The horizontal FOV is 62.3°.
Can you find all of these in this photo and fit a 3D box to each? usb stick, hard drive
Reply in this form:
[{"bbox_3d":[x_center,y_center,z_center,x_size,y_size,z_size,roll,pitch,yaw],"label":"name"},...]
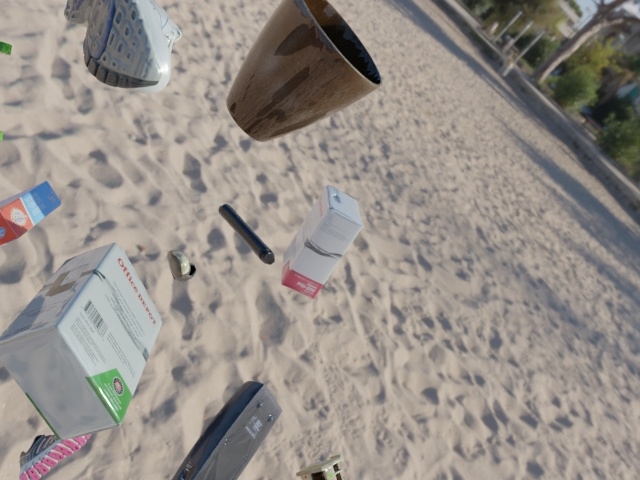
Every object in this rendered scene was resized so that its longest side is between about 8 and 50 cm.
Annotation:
[{"bbox_3d":[-0.232,-0.022,1.650,0.278,0.045,0.077,43,-12,36],"label":"usb stick"},{"bbox_3d":[-0.182,0.407,1.045,0.054,0.172,0.254,24,62,28],"label":"hard drive"}]

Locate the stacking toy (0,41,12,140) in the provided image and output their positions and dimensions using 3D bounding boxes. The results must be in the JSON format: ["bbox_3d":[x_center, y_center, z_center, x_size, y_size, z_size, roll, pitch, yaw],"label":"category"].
[{"bbox_3d":[-0.631,-0.263,0.887,0.221,0.167,0.052,8,3,-2],"label":"stacking toy"}]

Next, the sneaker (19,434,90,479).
[{"bbox_3d":[-0.594,0.452,1.178,0.075,0.170,0.063,39,-21,38],"label":"sneaker"}]

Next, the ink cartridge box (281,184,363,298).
[{"bbox_3d":[0.000,0.000,1.225,0.092,0.218,0.158,26,22,-13],"label":"ink cartridge box"}]

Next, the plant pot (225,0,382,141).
[{"bbox_3d":[-0.049,-0.282,0.923,0.215,0.230,0.215,41,28,-27],"label":"plant pot"}]

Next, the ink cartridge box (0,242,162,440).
[{"bbox_3d":[-0.295,0.120,0.684,0.208,0.087,0.153,-93,164,-65],"label":"ink cartridge box"}]

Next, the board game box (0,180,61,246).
[{"bbox_3d":[-0.742,-0.009,1.116,0.242,0.317,0.064,-109,175,-69],"label":"board game box"}]

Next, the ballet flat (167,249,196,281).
[{"bbox_3d":[-0.257,0.044,0.990,0.049,0.173,0.057,-19,87,-17],"label":"ballet flat"}]

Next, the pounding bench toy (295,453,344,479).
[{"bbox_3d":[0.016,0.369,0.806,0.083,0.052,0.065,1,65,-53],"label":"pounding bench toy"}]

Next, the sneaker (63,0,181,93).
[{"bbox_3d":[-0.227,-0.266,0.664,0.129,0.111,0.297,16,29,-42],"label":"sneaker"}]
